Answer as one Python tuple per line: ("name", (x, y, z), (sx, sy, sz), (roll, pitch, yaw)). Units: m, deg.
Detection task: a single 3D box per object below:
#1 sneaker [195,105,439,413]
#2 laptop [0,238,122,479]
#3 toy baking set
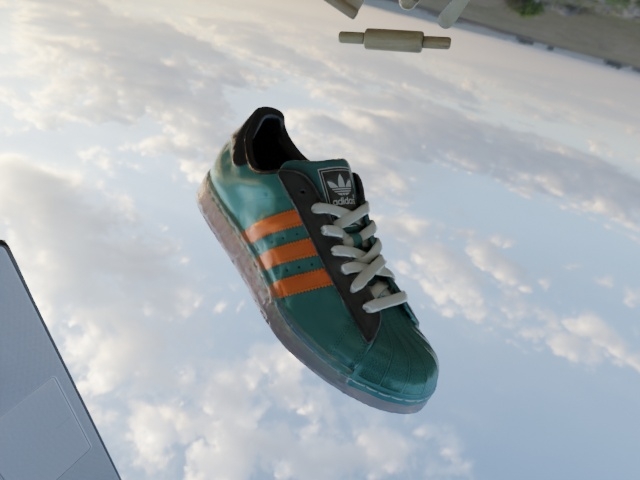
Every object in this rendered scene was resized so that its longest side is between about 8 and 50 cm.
("sneaker", (0.000, 0.000, 0.435), (0.108, 0.121, 0.302), (-6, -134, -50))
("laptop", (-0.267, 0.284, 0.335), (0.236, 0.382, 0.408), (18, -140, 28))
("toy baking set", (0.123, -0.349, 0.686), (0.255, 0.197, 0.030), (13, -144, 11))
